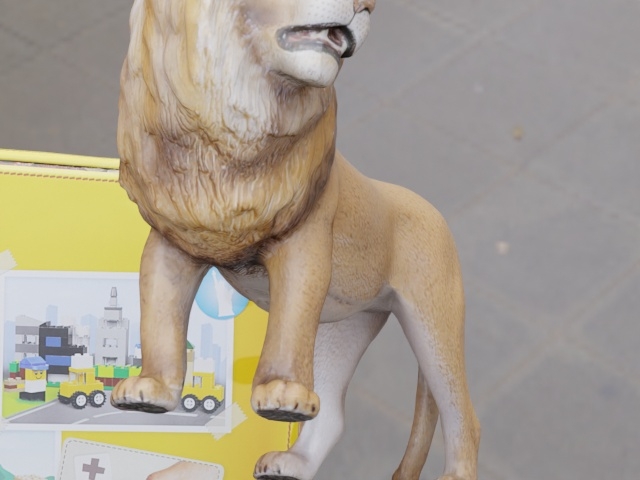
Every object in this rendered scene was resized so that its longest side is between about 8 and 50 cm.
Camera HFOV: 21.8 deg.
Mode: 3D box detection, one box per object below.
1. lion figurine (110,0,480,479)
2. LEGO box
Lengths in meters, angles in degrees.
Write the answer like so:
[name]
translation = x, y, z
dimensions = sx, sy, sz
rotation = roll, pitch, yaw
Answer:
[lion figurine]
translation = 0.000, 0.000, 0.902
dimensions = 0.142, 0.392, 0.240
rotation = 0, 69, 18
[LEGO box]
translation = -0.262, 0.115, 1.277
dimensions = 0.500, 0.372, 0.193
rotation = 4, 1, -5
